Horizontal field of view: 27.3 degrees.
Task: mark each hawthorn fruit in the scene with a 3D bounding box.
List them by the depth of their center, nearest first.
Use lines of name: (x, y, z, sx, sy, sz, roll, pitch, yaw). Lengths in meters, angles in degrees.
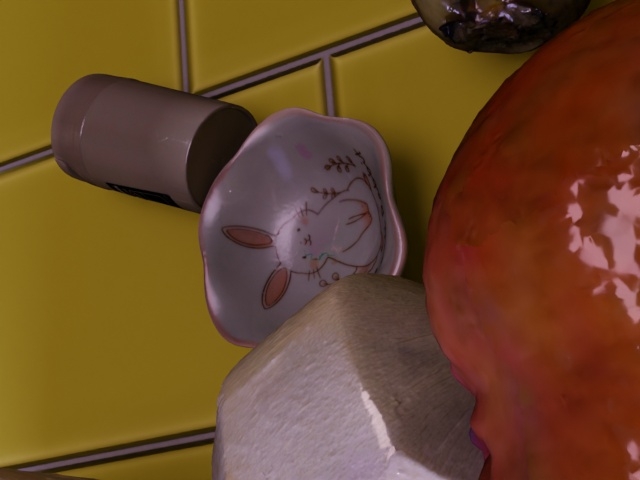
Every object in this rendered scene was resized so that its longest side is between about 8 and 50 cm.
hawthorn fruit: (0.289, 0.057, 0.719, 0.471, 0.472, 0.472, -9, 74, 32)

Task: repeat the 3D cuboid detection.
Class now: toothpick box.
toothpick box: (-0.157, -0.093, 1.250, 0.180, 0.111, 0.111, 16, 88, 35)

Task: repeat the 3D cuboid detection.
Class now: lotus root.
lotus root: (0.138, -0.283, 1.069, 0.152, 0.160, 0.275, -22, 64, 55)

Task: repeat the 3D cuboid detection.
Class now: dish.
dish: (0.000, 0.000, 1.141, 0.229, 0.081, 0.229, -9, 76, 36)

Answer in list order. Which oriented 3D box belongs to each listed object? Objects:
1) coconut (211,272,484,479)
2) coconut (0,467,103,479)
coconut: (0.060, 0.150, 0.966, 0.247, 0.245, 0.245, -38, 60, 31)
coconut: (-0.258, 0.363, 1.024, 0.344, 0.415, 0.415, 40, 102, 33)
